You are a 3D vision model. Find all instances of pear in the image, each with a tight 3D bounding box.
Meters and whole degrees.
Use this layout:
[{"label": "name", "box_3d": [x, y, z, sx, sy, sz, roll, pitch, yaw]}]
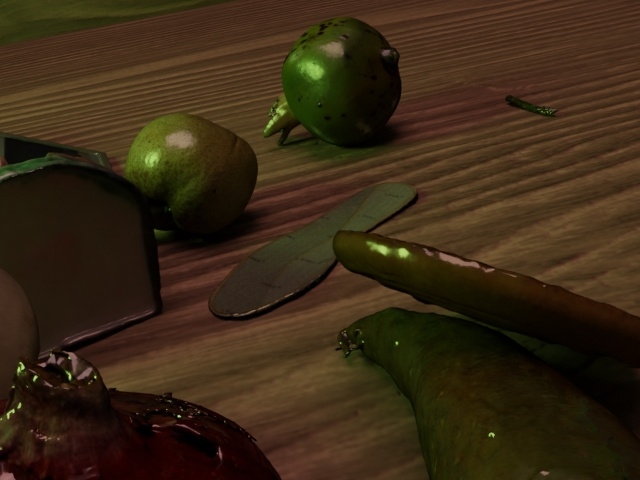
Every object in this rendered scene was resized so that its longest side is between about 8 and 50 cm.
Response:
[{"label": "pear", "box_3d": [-0.167, -0.081, 0.908, 0.167, 0.167, 0.136, 8, 48, 30]}]

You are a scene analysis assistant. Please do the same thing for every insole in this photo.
[{"label": "insole", "box_3d": [0.000, 0.000, 0.853, 0.119, 0.009, 0.348, 15, 36, 39]}]

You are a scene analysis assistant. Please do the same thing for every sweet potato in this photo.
[{"label": "sweet potato", "box_3d": [0.112, 0.126, 0.466, 0.131, 0.130, 0.422, -14, 20, -9]}]

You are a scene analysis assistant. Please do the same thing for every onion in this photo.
[{"label": "onion", "box_3d": [-0.131, 0.160, 0.364, 0.252, 0.219, 0.252, 1, 24, -1]}]

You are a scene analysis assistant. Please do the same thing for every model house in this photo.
[{"label": "model house", "box_3d": [-0.324, -0.012, 0.767, 0.237, 0.202, 0.237, -22, 31, -23]}]

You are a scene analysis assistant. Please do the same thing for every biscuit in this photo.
[{"label": "biscuit", "box_3d": [0.131, 0.046, 0.551, 0.262, 0.037, 0.262, 18, -4, 1]}]

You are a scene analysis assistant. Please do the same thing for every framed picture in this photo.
[{"label": "framed picture", "box_3d": [-0.413, -0.112, 1.097, 0.192, 0.018, 0.265, 9, 19, -27]}]

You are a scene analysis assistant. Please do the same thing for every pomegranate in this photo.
[{"label": "pomegranate", "box_3d": [0.015, -0.227, 1.122, 0.246, 0.198, 0.198, -45, 27, 9]}]

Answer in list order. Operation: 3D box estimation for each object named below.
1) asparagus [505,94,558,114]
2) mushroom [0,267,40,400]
[{"label": "asparagus", "box_3d": [0.343, -0.220, 1.161, 0.014, 0.015, 0.114, 15, 15, -33]}, {"label": "mushroom", "box_3d": [-0.282, 0.115, 0.532, 0.207, 0.215, 0.207, -11, 61, 20]}]
